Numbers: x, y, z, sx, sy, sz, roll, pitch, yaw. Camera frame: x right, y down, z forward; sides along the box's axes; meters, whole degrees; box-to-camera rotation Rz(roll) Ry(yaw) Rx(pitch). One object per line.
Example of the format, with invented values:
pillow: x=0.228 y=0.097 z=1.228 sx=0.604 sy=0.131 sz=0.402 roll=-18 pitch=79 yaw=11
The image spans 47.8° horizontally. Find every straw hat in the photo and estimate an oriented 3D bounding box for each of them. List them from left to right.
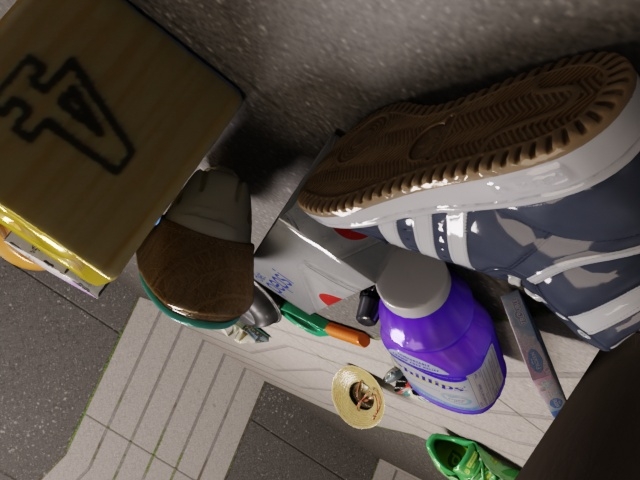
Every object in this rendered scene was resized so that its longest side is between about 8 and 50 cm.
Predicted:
straw hat: x=0.097 y=0.326 z=1.531 sx=0.145 sy=0.144 sz=0.061 roll=19 pitch=-161 yaw=40

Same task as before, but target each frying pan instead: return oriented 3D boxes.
frying pan: x=-0.209 y=0.059 z=1.345 sx=0.326 sy=0.053 sz=0.197 roll=38 pitch=156 yaw=-2

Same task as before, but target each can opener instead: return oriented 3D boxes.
can opener: x=0.047 y=0.056 z=0.851 sx=0.059 sy=0.073 sz=0.186 roll=32 pitch=175 yaw=-3

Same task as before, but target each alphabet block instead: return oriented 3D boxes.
alphabet block: x=-0.217 y=-0.092 z=0.653 sx=0.193 sy=0.197 sz=0.192 roll=36 pitch=164 yaw=-13

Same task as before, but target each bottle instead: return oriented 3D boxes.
bottle: x=0.124 y=0.099 z=0.758 sx=0.118 sy=0.092 sz=0.283 roll=18 pitch=159 yaw=28

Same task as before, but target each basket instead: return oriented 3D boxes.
basket: x=0.247 y=0.202 z=0.587 sx=0.154 sy=0.226 sz=0.204 roll=39 pitch=162 yaw=-20

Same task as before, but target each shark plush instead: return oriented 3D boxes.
shark plush: x=0.144 y=0.151 z=1.009 sx=0.067 sy=0.073 sz=0.161 roll=16 pitch=145 yaw=-10

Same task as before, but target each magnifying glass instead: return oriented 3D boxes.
magnifying glass: x=0.005 y=0.150 z=1.273 sx=0.092 sy=0.026 sz=0.231 roll=43 pitch=163 yaw=-32

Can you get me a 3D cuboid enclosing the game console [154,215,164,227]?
game console: x=-0.310 y=-0.012 z=1.306 sx=0.122 sy=0.107 sz=0.071 roll=33 pitch=-168 yaw=1

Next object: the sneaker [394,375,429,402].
sneaker: x=0.176 y=0.227 z=1.137 sx=0.075 sy=0.057 sz=0.161 roll=18 pitch=165 yaw=-11

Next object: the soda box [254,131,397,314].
soda box: x=0.000 y=0.000 z=0.705 sx=0.098 sy=0.091 sz=0.286 roll=34 pitch=164 yaw=-4

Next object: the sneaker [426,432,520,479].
sneaker: x=0.333 y=0.487 z=1.484 sx=0.296 sy=0.109 sz=0.123 roll=18 pitch=162 yaw=43

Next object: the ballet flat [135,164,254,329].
ballet flat: x=-0.115 y=-0.015 z=0.741 sx=0.116 sy=0.124 sz=0.342 roll=18 pitch=-173 yaw=-10

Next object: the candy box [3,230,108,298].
candy box: x=-0.316 y=-0.039 z=1.001 sx=0.165 sy=0.196 sz=0.070 roll=21 pitch=160 yaw=38

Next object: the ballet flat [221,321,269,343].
ballet flat: x=-0.205 y=0.219 z=1.799 sx=0.188 sy=0.070 sz=0.070 roll=43 pitch=161 yaw=-33

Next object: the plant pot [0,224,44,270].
plant pot: x=-0.425 y=-0.059 z=1.193 sx=0.188 sy=0.205 sz=0.205 roll=-8 pitch=139 yaw=43

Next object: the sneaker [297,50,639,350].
sneaker: x=0.104 y=-0.013 z=0.456 sx=0.153 sy=0.099 sz=0.282 roll=42 pitch=159 yaw=-23

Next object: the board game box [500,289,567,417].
board game box: x=0.199 y=0.105 z=0.665 sx=0.020 sy=0.090 sz=0.090 roll=-24 pitch=139 yaw=16
